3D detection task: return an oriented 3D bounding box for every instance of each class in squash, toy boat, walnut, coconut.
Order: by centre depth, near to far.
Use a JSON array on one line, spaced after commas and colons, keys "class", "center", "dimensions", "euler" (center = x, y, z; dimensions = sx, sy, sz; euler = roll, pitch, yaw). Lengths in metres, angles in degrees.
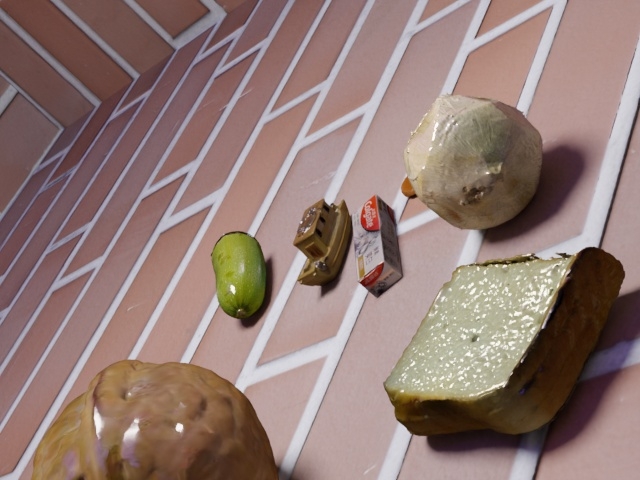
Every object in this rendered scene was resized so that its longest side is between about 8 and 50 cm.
[{"class": "walnut", "center": [-0.203, 0.297, 1.694], "dimensions": [0.306, 0.306, 0.344], "euler": [-38, 23, 22]}, {"class": "coconut", "center": [0.203, -0.104, 1.794], "dimensions": [0.194, 0.194, 0.194], "euler": [-39, 22, 19]}, {"class": "toy boat", "center": [0.000, 0.000, 2.126], "dimensions": [0.057, 0.077, 0.200], "euler": [-32, 25, 32]}, {"class": "squash", "center": [-0.130, 0.065, 2.253], "dimensions": [0.095, 0.095, 0.188], "euler": [-42, 25, 12]}]

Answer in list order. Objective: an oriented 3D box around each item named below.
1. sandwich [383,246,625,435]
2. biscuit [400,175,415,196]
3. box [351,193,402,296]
[{"class": "sandwich", "center": [0.199, 0.116, 1.519], "dimensions": [0.226, 0.087, 0.251], "euler": [-55, 20, -26]}, {"class": "biscuit", "center": [0.160, -0.103, 2.095], "dimensions": [0.091, 0.015, 0.078], "euler": [-39, 20, 18]}, {"class": "box", "center": [0.081, 0.005, 2.014], "dimensions": [0.055, 0.039, 0.218], "euler": [-40, 22, 19]}]
